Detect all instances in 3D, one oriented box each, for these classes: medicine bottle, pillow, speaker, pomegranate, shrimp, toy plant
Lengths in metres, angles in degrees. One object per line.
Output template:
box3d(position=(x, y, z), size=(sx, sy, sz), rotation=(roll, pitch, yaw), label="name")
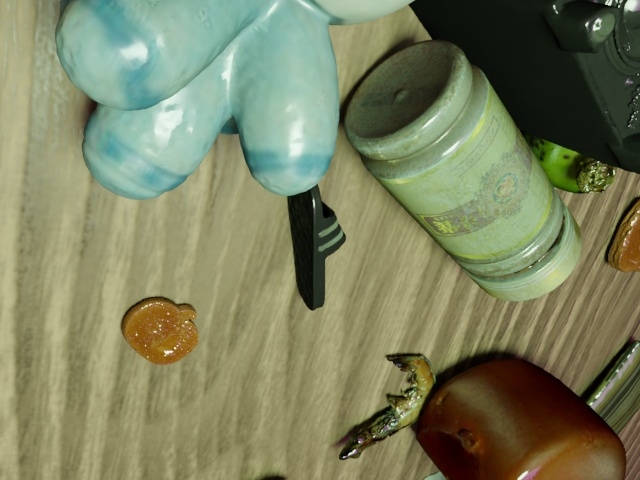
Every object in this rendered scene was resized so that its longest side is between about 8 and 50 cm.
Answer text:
box3d(position=(0.174, -0.066, 0.631), size=(0.151, 0.151, 0.322), rotation=(-49, 127, 2), label="medicine bottle")
box3d(position=(0.636, 0.332, 1.157), size=(0.208, 0.052, 0.212), rotation=(-49, 129, -1), label="pillow")
box3d(position=(0.251, -0.224, 0.529), size=(0.184, 0.254, 0.232), rotation=(-49, 127, 4), label="speaker")
box3d(position=(0.321, -0.120, 0.698), size=(0.143, 0.122, 0.169), rotation=(52, 50, -32), label="pomegranate")
box3d(position=(0.099, 0.245, 0.824), size=(0.195, 0.035, 0.148), rotation=(-26, 128, -24), label="shrimp")
box3d(position=(-0.065, -0.168, 0.412), size=(0.247, 0.247, 0.332), rotation=(29, 103, -36), label="toy plant")

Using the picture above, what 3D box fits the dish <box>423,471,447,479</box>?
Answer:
box3d(position=(0.221, 0.499, 1.024), size=(0.091, 0.039, 0.137), rotation=(-36, 125, -8), label="dish")

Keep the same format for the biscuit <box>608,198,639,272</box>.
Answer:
box3d(position=(0.591, -0.034, 0.950), size=(0.192, 0.036, 0.186), rotation=(0, 112, -28), label="biscuit")

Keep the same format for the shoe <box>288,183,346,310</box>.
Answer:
box3d(position=(0.000, 0.000, 0.625), size=(0.049, 0.071, 0.179), rotation=(-17, 128, -21), label="shoe")

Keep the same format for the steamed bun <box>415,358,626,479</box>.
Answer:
box3d(position=(0.343, 0.348, 0.889), size=(0.248, 0.235, 0.379), rotation=(-42, 129, -3), label="steamed bun")

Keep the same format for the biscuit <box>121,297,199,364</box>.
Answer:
box3d(position=(-0.176, 0.100, 0.612), size=(0.078, 0.015, 0.091), rotation=(-35, 127, -10), label="biscuit")
